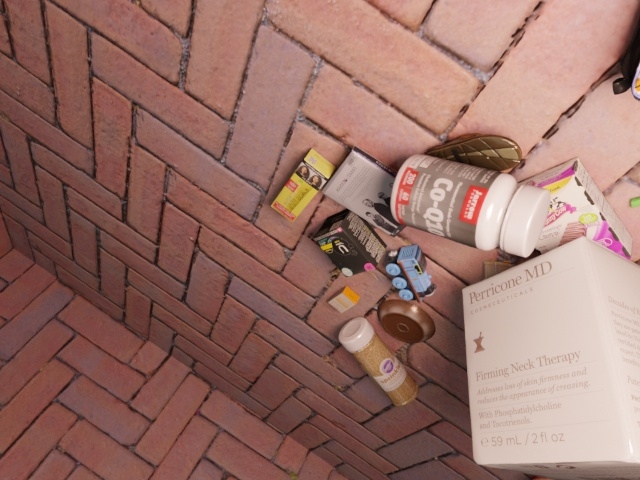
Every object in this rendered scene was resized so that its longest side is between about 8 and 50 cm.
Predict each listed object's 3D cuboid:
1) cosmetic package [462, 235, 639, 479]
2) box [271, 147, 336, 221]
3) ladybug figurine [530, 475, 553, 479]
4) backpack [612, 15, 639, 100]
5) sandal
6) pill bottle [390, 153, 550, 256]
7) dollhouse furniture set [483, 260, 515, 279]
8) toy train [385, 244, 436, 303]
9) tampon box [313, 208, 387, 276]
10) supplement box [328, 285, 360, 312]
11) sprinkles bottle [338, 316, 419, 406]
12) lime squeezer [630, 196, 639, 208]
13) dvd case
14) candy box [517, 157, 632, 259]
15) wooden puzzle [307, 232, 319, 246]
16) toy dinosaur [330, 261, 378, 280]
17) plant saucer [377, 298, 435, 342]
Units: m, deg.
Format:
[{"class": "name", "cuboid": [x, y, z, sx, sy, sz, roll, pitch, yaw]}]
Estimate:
[{"class": "cosmetic package", "cuboid": [0.536, 0.271, 0.954, 0.327, 0.394, 0.329, 21, 146, -23]}, {"class": "box", "cuboid": [-0.052, -0.148, 1.277, 0.087, 0.058, 0.232, 38, 140, -7]}, {"class": "ladybug figurine", "cuboid": [0.886, 0.933, 1.616, 0.304, 0.162, 0.450, 3, 131, 33]}, {"class": "backpack", "cuboid": [0.585, -0.288, 0.601, 0.263, 0.213, 0.277, 10, 132, 12]}, {"class": "sandal", "cuboid": [0.325, -0.191, 0.984, 0.219, 0.060, 0.090, 0, 135, 54]}, {"class": "pill bottle", "cuboid": [0.303, -0.074, 0.946, 0.283, 0.161, 0.161, 21, 140, 34]}, {"class": "dollhouse furniture set", "cuboid": [0.478, 0.114, 1.199, 0.076, 0.058, 0.152, 5, 113, 41]}, {"class": "toy train", "cuboid": [0.258, 0.098, 1.294, 0.105, 0.080, 0.184, -11, 122, 34]}, {"class": "tampon box", "cuboid": [0.085, 0.006, 1.300, 0.120, 0.101, 0.161, -23, 115, 46]}, {"class": "supplement box", "cuboid": [0.079, 0.200, 1.546, 0.062, 0.036, 0.098, 40, 140, -7]}, {"class": "sprinkles bottle", "cuboid": [0.210, 0.431, 1.621, 0.121, 0.121, 0.355, -18, 118, 44]}, {"class": "lime squeezer", "cuboid": [0.726, -0.097, 0.796, 0.310, 0.059, 0.110, -1, 128, 34]}, {"class": "dvd case", "cuboid": [0.142, -0.118, 1.174, 0.238, 0.030, 0.179, 32, 141, -8]}, {"class": "candy box", "cuboid": [0.525, -0.041, 0.977, 0.233, 0.071, 0.159, 47, 139, -14]}, {"class": "wooden puzzle", "cuboid": [0.000, 0.000, 1.428, 0.083, 0.006, 0.049, 40, 140, -6]}, {"class": "toy dinosaur", "cuboid": [0.097, 0.080, 1.420, 0.183, 0.053, 0.092, 0, 145, 44]}, {"class": "plant saucer", "cuboid": [0.272, 0.273, 1.488, 0.198, 0.036, 0.199, 19, 138, 18]}]
